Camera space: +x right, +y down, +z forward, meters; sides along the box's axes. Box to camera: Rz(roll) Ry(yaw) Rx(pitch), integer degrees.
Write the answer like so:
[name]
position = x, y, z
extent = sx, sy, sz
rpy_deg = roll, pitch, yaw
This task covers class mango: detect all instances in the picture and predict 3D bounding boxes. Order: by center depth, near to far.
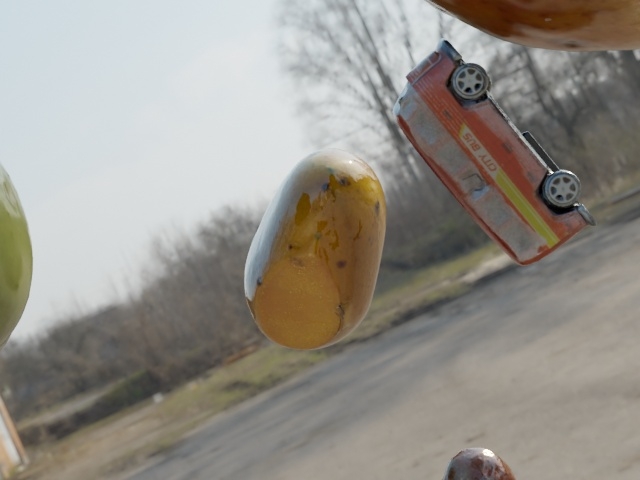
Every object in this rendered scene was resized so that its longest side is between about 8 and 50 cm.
[mango]
position = 0.000, 0.000, 1.367
extent = 0.290, 0.160, 0.191
rpy_deg = 106, -177, -51

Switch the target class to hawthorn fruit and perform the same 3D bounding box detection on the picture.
[hawthorn fruit]
position = 0.138, 0.219, 0.951
extent = 0.067, 0.103, 0.066
rpy_deg = -16, -47, -17

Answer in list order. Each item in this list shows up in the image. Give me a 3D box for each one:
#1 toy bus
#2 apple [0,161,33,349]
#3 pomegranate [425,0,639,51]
[toy bus]
position = 0.123, -0.062, 0.851
extent = 0.077, 0.174, 0.079
rpy_deg = -41, -3, 10
[apple]
position = -0.463, 0.006, 1.126
extent = 0.357, 0.357, 0.357
rpy_deg = -25, -2, -1
[pomegranate]
position = 0.213, -0.321, 0.799
extent = 0.410, 0.410, 0.410
rpy_deg = -25, -2, -1
